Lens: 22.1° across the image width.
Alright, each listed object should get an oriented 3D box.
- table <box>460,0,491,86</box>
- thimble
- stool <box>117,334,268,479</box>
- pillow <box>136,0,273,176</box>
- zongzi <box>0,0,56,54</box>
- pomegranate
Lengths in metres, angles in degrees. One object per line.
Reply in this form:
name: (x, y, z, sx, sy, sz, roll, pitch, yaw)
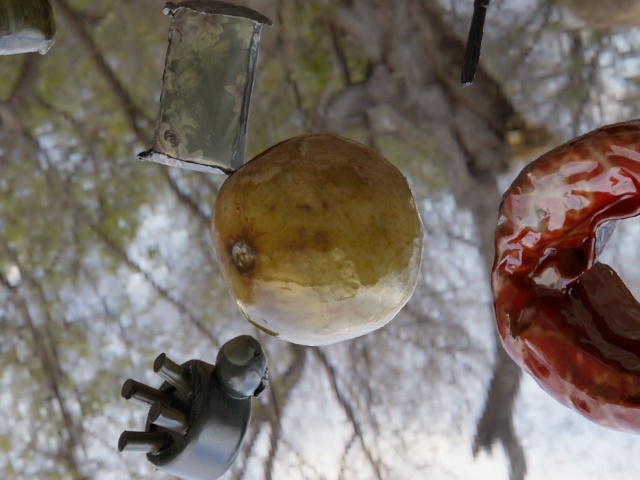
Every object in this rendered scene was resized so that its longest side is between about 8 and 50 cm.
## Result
table: (0.214, -0.349, 1.739, 0.317, 0.317, 0.249, -1, -125, 28)
thimble: (0.364, 0.030, 1.709, 0.350, 0.350, 0.230, 3, -166, 35)
stool: (-0.171, 0.211, 2.161, 0.139, 0.228, 0.153, 25, -178, -30)
pillow: (-0.162, -0.215, 2.309, 0.169, 0.255, 0.059, 9, 172, 9)
zongzi: (-0.321, -0.300, 1.528, 0.111, 0.248, 0.241, -9, -167, -18)
pomegranate: (0.000, 0.000, 1.978, 0.260, 0.260, 0.260, -11, -158, 5)
